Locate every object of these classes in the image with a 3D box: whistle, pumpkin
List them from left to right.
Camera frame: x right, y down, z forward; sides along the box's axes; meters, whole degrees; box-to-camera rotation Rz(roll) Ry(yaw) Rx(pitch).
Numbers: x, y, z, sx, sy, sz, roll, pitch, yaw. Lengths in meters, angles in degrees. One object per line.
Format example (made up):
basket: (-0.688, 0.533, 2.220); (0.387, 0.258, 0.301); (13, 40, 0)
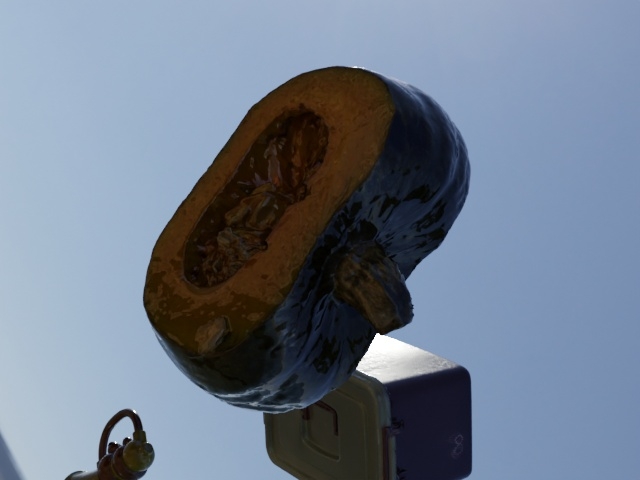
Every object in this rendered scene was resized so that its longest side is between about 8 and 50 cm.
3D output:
whistle: (-0.162, 0.178, 0.960); (0.046, 0.057, 0.109); (35, -53, -15)
pumpkin: (0.000, 0.000, 1.002); (0.222, 0.317, 0.139); (32, -10, 46)

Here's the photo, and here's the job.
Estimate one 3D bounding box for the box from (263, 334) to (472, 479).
box: (0.061, 0.225, 1.568); (0.294, 0.167, 0.193); (16, -67, 55)
